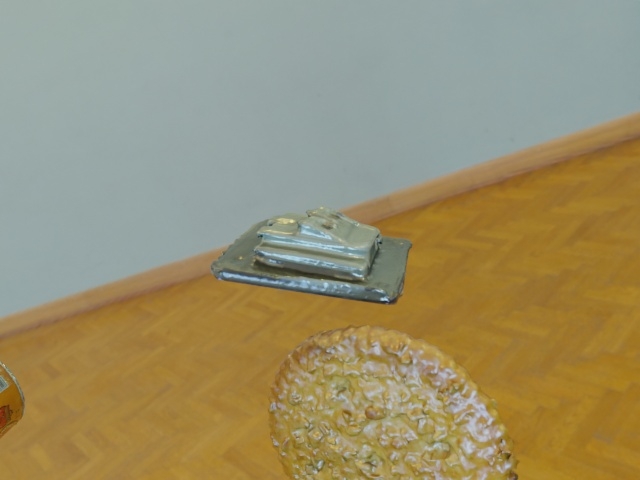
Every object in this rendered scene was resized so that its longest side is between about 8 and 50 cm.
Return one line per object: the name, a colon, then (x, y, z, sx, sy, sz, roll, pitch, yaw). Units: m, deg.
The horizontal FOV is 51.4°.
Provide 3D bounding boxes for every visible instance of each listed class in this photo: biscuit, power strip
biscuit: (0.053, 0.194, 0.608, 0.254, 0.253, 0.035, -4, 13, 35)
power strip: (0.000, 0.000, 0.774, 0.213, 0.064, 0.198, 9, 20, 7)

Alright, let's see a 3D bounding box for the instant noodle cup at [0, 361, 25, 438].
instant noodle cup: (-0.648, 0.304, 1.171, 0.216, 0.215, 0.172, -7, 20, 30)
